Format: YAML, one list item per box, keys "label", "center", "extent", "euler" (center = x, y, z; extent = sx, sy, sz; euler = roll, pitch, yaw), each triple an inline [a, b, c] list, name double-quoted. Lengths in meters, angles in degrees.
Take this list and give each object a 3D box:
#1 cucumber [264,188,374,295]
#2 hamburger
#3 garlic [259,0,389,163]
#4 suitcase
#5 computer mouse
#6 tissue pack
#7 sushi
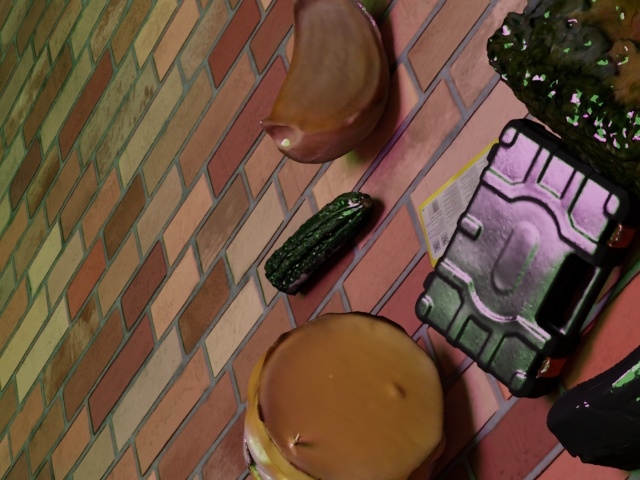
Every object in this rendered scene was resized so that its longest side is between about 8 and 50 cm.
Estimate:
- label: "cucumber"
  center: [-0.001, -0.001, 2.215]
  extent: [0.265, 0.077, 0.077]
  euler: [-45, 44, 39]
- label: "hamburger"
  center: [0.022, 0.257, 1.907]
  extent: [0.236, 0.276, 0.276]
  euler: [108, 156, -52]
- label: "garlic"
  center: [0.016, -0.269, 2.173]
  extent: [0.151, 0.196, 0.338]
  euler: [-12, 60, 42]
- label: "suitcase"
  center: [0.245, 0.021, 1.744]
  extent: [0.206, 0.066, 0.285]
  euler: [39, 114, 34]
- label: "computer mouse"
  center: [0.337, 0.179, 1.548]
  extent: [0.217, 0.122, 0.073]
  euler: [-44, 21, 43]
- label: "tissue pack"
  center: [0.207, -0.043, 1.892]
  extent: [0.176, 0.062, 0.095]
  euler: [-43, 48, 42]
- label: "sushi"
  center: [0.363, -0.204, 1.536]
  extent: [0.294, 0.178, 0.352]
  euler: [-50, 37, 6]
